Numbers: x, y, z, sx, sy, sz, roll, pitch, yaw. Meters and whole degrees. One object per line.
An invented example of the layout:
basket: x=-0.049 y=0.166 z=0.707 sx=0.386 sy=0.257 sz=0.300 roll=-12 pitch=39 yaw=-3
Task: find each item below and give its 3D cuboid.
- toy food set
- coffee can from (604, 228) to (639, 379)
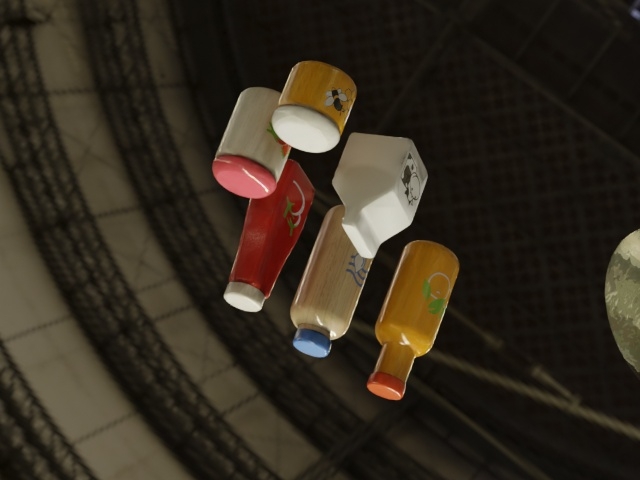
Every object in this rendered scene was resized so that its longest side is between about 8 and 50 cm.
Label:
toy food set: x=0.000 y=0.000 z=0.840 sx=0.111 sy=0.104 sz=0.232 roll=9 pitch=154 yaw=25
coffee can: x=0.462 y=0.040 z=1.441 sx=0.275 sy=0.201 sz=0.201 roll=-19 pitch=-130 yaw=-30
